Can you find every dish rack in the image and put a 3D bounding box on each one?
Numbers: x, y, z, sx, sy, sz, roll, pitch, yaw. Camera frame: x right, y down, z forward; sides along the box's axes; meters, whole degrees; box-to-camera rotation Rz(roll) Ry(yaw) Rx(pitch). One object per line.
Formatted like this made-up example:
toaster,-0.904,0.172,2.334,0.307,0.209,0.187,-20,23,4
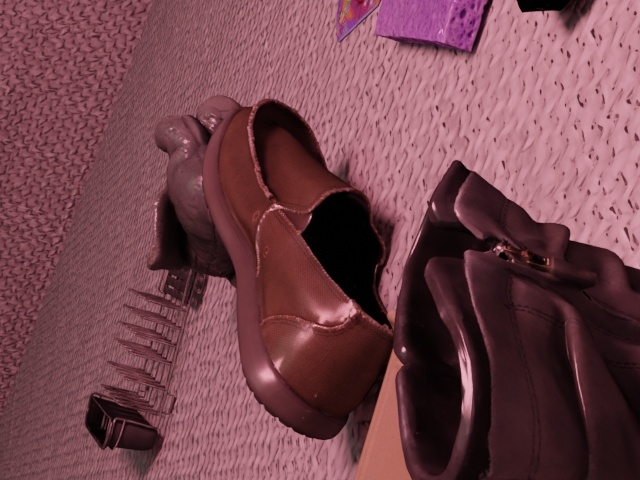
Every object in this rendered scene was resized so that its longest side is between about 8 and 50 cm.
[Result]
dish rack,-0.217,0.125,1.983,0.208,0.074,0.271,-168,94,-73

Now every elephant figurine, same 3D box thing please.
elephant figurine,-0.102,-0.015,1.645,0.169,0.186,0.239,41,137,25

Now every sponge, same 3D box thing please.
sponge,0.100,-0.220,1.316,0.210,0.031,0.117,-146,73,-73

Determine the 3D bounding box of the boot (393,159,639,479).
boot,0.135,0.101,0.536,0.338,0.223,0.118,-108,38,-63

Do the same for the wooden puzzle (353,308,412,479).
wooden puzzle,0.067,0.177,1.039,0.221,0.044,0.238,-158,80,-74

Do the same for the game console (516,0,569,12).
game console,0.175,-0.323,1.139,0.361,0.044,0.213,-96,27,-54

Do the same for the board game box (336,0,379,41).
board game box,0.035,-0.282,1.592,0.169,0.033,0.133,149,134,-67

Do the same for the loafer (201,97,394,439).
loafer,0.000,0.000,1.322,0.130,0.134,0.366,-40,41,23
